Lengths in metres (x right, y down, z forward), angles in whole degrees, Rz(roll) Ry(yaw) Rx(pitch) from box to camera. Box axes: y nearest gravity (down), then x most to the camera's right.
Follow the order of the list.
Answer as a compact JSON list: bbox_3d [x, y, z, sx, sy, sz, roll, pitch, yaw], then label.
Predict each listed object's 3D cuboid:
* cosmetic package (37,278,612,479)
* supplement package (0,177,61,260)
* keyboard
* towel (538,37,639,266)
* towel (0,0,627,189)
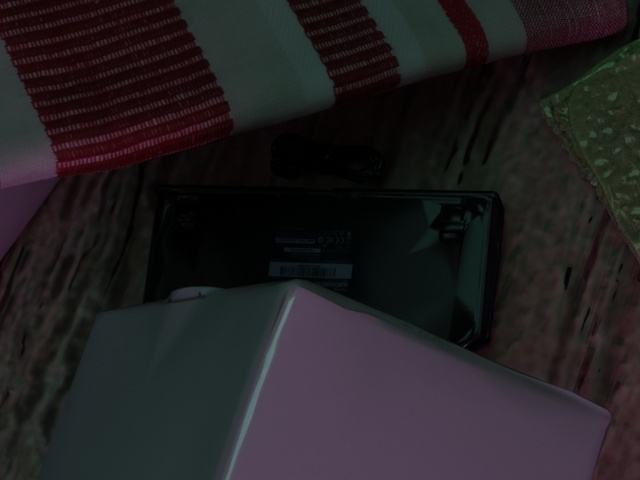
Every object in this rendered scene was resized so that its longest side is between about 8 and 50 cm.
[{"bbox_3d":[-0.051,0.218,0.704,0.217,0.156,0.385,-7,60,64],"label":"cosmetic package"},{"bbox_3d":[-0.302,0.007,0.914,0.175,0.177,0.293,33,84,26],"label":"supplement package"},{"bbox_3d":[0.000,0.000,0.894,0.180,0.023,0.108,2,78,20],"label":"keyboard"},{"bbox_3d":[0.178,-0.037,0.838,0.110,0.027,0.148,-31,62,6],"label":"towel"},{"bbox_3d":[-0.047,-0.148,0.867,0.329,0.037,0.237,-17,60,-22],"label":"towel"}]
